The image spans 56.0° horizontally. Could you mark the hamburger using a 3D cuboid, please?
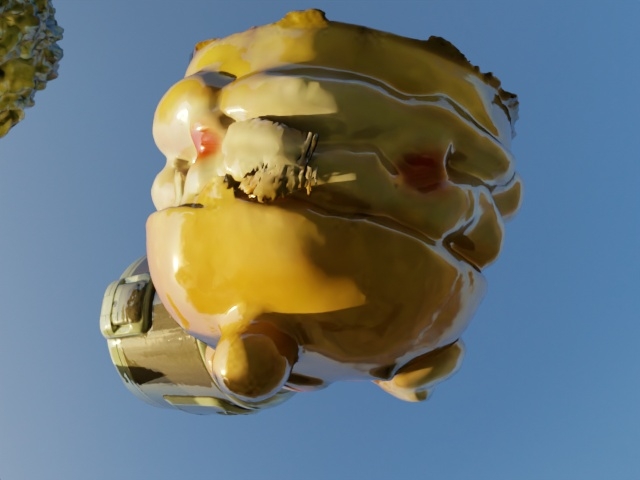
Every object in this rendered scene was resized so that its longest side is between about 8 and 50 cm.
[{"bbox_3d":[0.000,0.000,0.438,0.276,0.276,0.236,16,-104,-14],"label":"hamburger"}]

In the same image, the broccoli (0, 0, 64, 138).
[{"bbox_3d":[-0.321,-0.172,0.428,0.302,0.375,0.249,-42,-61,-4],"label":"broccoli"}]

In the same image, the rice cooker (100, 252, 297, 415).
[{"bbox_3d":[-0.198,0.152,1.092,0.325,0.335,0.335,-11,-65,34],"label":"rice cooker"}]
